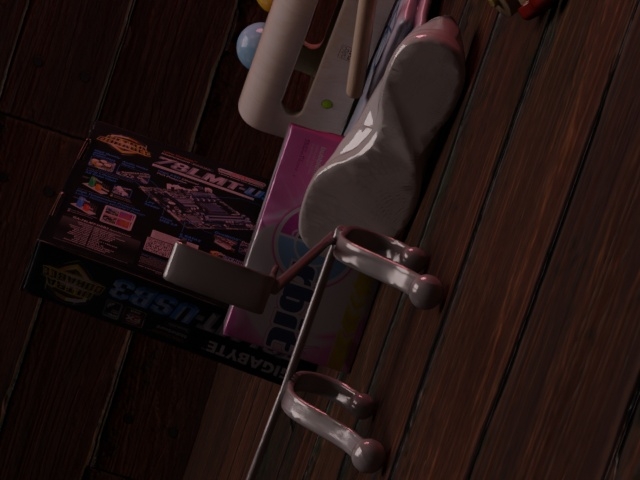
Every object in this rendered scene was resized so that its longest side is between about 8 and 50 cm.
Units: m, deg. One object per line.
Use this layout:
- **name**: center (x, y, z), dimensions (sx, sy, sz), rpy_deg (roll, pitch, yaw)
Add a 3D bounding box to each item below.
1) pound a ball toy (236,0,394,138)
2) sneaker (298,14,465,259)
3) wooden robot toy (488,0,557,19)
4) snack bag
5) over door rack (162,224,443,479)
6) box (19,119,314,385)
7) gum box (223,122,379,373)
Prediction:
- **pound a ball toy**: center (-0.002, -0.230, 1.584), dimensions (0.208, 0.136, 0.319), rpy_deg (-75, 5, -45)
- **sneaker**: center (0.055, -0.078, 1.229), dimensions (0.212, 0.080, 0.094), rpy_deg (-58, 5, 29)
- **wooden robot toy**: center (0.127, -0.177, 0.921), dimensions (0.079, 0.076, 0.173), rpy_deg (-37, 1, -7)
- **snack bag**: center (0.076, -0.215, 1.674), dimensions (0.342, 0.037, 0.323), rpy_deg (115, 172, -51)
- **over door rack**: center (-0.023, 0.119, 0.957), dimensions (0.239, 0.108, 0.324), rpy_deg (-71, -16, 9)
- **box**: center (-0.130, 0.006, 1.653), dimensions (0.293, 0.296, 0.073), rpy_deg (-83, 14, -63)
- **gum box**: center (0.000, 0.000, 1.304), dimensions (0.062, 0.107, 0.188), rpy_deg (-115, 43, -83)
